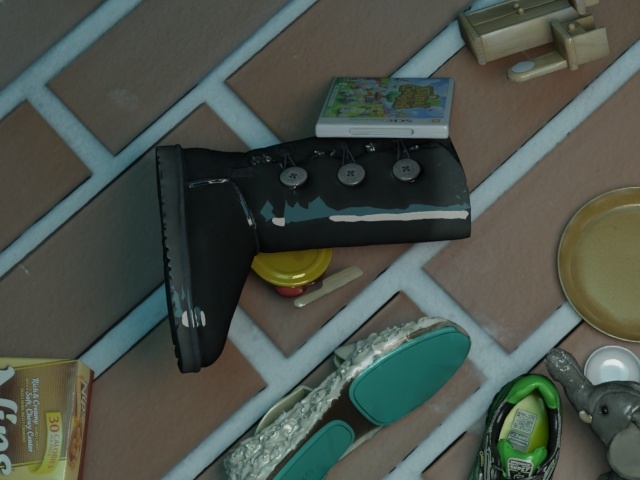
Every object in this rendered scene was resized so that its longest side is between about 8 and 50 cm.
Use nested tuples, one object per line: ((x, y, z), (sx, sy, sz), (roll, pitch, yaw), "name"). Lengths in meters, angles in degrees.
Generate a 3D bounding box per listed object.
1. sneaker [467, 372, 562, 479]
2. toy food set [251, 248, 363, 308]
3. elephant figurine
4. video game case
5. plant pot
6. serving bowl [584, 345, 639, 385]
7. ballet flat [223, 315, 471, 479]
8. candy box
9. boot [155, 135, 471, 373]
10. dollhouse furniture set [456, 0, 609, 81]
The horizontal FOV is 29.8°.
((0.247, 0.339, 1.627), (0.134, 0.146, 0.344), (9, 74, 11), "sneaker")
((-0.051, 0.025, 1.807), (0.128, 0.071, 0.218), (-34, 64, -21), "toy food set")
((0.416, 0.255, 1.567), (0.185, 0.169, 0.240), (-14, 112, -6), "elephant figurine")
((0.102, -0.203, 1.815), (0.193, 0.212, 0.023), (2, 116, 8), "video game case")
((0.465, 0.037, 1.757), (0.236, 0.032, 0.236), (-2, 73, 7), "plant pot")
((0.417, 0.193, 1.714), (0.083, 0.027, 0.083), (-2, 72, 7), "serving bowl")
((0.023, 0.226, 1.710), (0.409, 0.147, 0.147), (-39, 71, -7), "ballet flat")
((-0.506, 0.268, 1.783), (0.316, 0.087, 0.183), (1, 72, 8), "candy box")
((0.000, -0.002, 1.711), (0.444, 0.146, 0.367), (-4, 59, -9), "boot")
((0.271, -0.452, 1.768), (0.173, 0.356, 0.303), (-18, 32, 1), "dollhouse furniture set")
